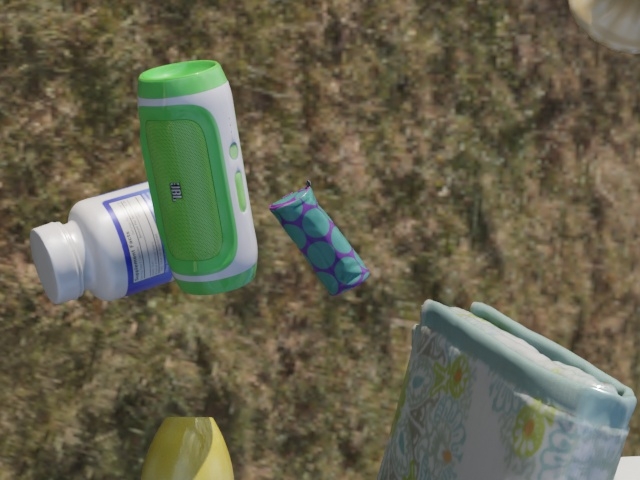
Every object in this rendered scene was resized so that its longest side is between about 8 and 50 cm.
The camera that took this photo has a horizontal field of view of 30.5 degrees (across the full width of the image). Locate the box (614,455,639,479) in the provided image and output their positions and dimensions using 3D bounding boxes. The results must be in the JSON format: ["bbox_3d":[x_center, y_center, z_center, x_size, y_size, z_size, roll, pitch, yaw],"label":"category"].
[{"bbox_3d":[0.356,0.392,1.052,0.215,0.168,0.345,-72,154,-63],"label":"box"}]

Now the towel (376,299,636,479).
[{"bbox_3d":[0.150,0.240,1.121,0.090,0.374,0.321,12,96,-16],"label":"towel"}]

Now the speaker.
[{"bbox_3d":[-0.163,-0.083,1.567,0.131,0.131,0.297,-30,118,-46],"label":"speaker"}]

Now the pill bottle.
[{"bbox_3d":[-0.272,-0.001,1.701,0.272,0.152,0.152,-19,111,-25],"label":"pill bottle"}]

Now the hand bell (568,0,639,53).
[{"bbox_3d":[0.377,-0.332,1.285,0.126,0.126,0.242,-51,171,-35],"label":"hand bell"}]

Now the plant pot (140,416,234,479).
[{"bbox_3d":[-0.190,0.301,1.683,0.134,0.134,0.095,13,74,-52],"label":"plant pot"}]

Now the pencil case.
[{"bbox_3d":[0.000,0.000,1.548,0.152,0.064,0.070,55,9,-10],"label":"pencil case"}]
